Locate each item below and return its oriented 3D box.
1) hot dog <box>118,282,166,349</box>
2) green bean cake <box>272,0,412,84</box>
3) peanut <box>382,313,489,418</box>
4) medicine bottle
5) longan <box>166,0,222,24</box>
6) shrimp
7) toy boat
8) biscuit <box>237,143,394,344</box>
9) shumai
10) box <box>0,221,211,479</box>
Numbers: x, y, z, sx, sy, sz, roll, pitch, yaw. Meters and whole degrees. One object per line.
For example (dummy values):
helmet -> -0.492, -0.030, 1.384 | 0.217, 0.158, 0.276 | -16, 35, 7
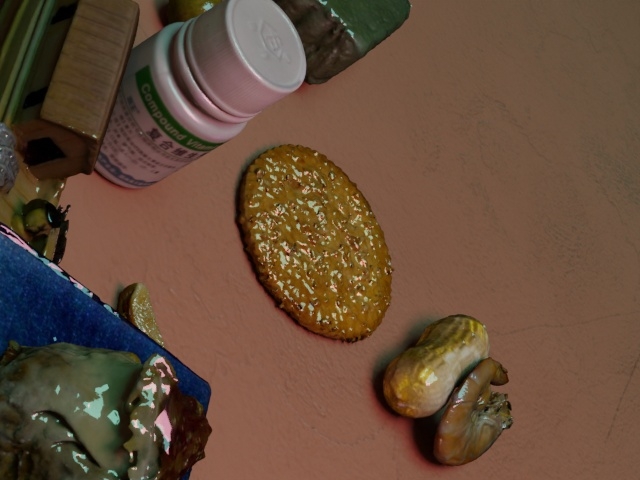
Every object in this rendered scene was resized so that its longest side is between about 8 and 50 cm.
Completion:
hot dog -> -0.185, 0.086, 1.724 | 0.034, 0.030, 0.090 | -1, 68, -50
green bean cake -> -0.006, -0.329, 2.140 | 0.227, 0.125, 0.222 | 55, 38, -7
peanut -> 0.143, 0.150, 2.046 | 0.087, 0.087, 0.206 | 59, 36, -5
medicine bottle -> -0.136, -0.156, 1.766 | 0.139, 0.237, 0.139 | 32, 45, -38
longan -> -0.142, -0.263, 1.976 | 0.075, 0.075, 0.083 | 53, 16, -14
shrimp -> 0.194, 0.200, 2.073 | 0.236, 0.053, 0.133 | -12, 109, -61
toy boat -> -0.261, -0.170, 1.669 | 0.136, 0.162, 0.445 | 50, 35, -39
biscuit -> 0.000, 0.000, 2.008 | 0.254, 0.035, 0.254 | 30, 46, -37
shumai -> -0.183, 0.148, 1.402 | 0.184, 0.142, 0.184 | 31, 46, -38
box -> -0.254, 0.171, 1.509 | 0.279, 0.116, 0.261 | 42, 43, -27
